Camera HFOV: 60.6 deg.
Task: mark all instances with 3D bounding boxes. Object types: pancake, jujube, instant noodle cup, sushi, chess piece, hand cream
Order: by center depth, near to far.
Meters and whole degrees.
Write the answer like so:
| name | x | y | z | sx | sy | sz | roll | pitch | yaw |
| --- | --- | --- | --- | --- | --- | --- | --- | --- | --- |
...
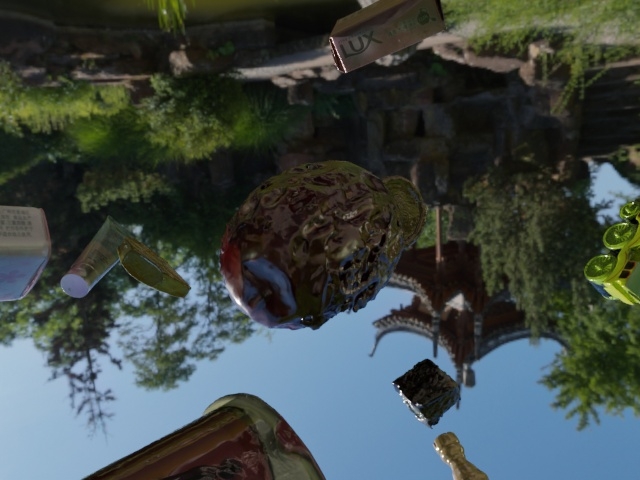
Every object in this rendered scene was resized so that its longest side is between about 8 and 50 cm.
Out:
| name | x | y | z | sx | sy | sz | roll | pitch | yaw |
| --- | --- | --- | --- | --- | --- | --- | --- | --- | --- |
| instant noodle cup | -0.113 | 0.257 | 0.423 | 0.178 | 0.235 | 0.234 | -6 | -171 | -43 |
| jujube | 0.000 | 0.000 | 0.886 | 0.258 | 0.259 | 0.376 | 0 | -169 | 22 |
| sushi | 0.177 | 0.250 | 0.912 | 0.084 | 0.098 | 0.094 | -34 | -137 | -13 |
| chess piece | 0.253 | 0.408 | 0.988 | 0.066 | 0.066 | 0.122 | -8 | -141 | -21 |
| pancake | 0.190 | -0.068 | 1.407 | 0.199 | 0.200 | 0.021 | -7 | -179 | -17 |
| hand cream | -0.567 | 0.036 | 1.430 | 0.070 | 0.111 | 0.312 | -39 | -160 | 22 |

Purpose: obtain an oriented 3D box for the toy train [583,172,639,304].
| name | x | y | z | sx | sy | sz | roll | pitch | yaw |
| --- | --- | --- | --- | --- | --- | --- | --- | --- | --- |
| toy train | 0.388 | -0.042 | 0.623 | 0.053 | 0.250 | 0.085 | 36 | 171 | -20 |

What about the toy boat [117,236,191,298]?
| name | x | y | z | sx | sy | sz | roll | pitch | yaw |
| --- | --- | --- | --- | --- | --- | --- | --- | --- | --- |
| toy boat | -0.340 | 0.057 | 1.111 | 0.172 | 0.065 | 0.066 | 38 | -168 | 4 |

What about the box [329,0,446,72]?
| name | x | y | z | sx | sy | sz | roll | pitch | yaw |
| --- | --- | --- | --- | --- | --- | --- | --- | --- | --- |
| box | 0.092 | -0.294 | 0.745 | 0.156 | 0.060 | 0.111 | -19 | -153 | 21 |

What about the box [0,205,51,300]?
| name | x | y | z | sx | sy | sz | roll | pitch | yaw |
| --- | --- | --- | --- | --- | --- | --- | --- | --- | --- |
| box | -0.618 | 0.025 | 0.798 | 0.369 | 0.112 | 0.190 | -1 | 148 | -47 |
